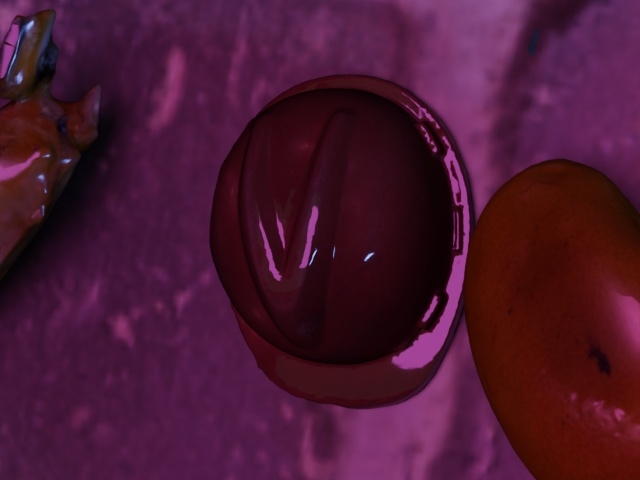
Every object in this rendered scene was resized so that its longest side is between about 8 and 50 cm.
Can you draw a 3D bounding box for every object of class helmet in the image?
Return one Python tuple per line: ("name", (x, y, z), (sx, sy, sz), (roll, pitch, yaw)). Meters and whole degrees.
("helmet", (0.000, 0.000, 0.477), (0.089, 0.057, 0.111), (-3, 88, 17))

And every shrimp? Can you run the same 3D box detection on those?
("shrimp", (-0.156, -0.027, 0.536), (0.187, 0.052, 0.132), (-32, 80, 20))

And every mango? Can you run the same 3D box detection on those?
("mango", (0.084, 0.030, 0.445), (0.080, 0.060, 0.114), (-28, 82, 33))
